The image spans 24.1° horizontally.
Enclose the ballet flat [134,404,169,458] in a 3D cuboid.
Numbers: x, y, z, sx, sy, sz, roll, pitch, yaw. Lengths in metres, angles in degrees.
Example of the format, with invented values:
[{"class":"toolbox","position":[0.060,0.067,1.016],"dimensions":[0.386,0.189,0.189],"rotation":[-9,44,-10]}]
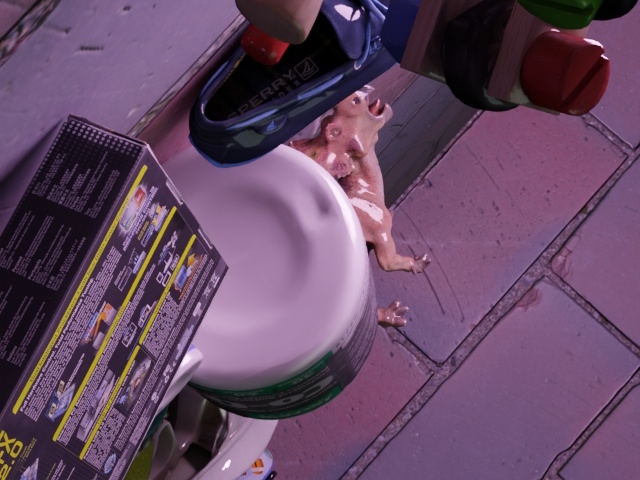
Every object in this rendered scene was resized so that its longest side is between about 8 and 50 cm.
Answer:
[{"class":"ballet flat","position":[-0.260,0.155,1.118],"dimensions":[0.147,0.147,0.409],"rotation":[-50,170,21]}]

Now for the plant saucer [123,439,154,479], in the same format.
[{"class":"plant saucer","position":[-0.242,0.253,1.270],"dimensions":[0.188,0.045,0.188],"rotation":[-30,180,40]}]

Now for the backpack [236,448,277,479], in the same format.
[{"class":"backpack","position":[-0.193,0.286,1.860],"dimensions":[0.276,0.213,0.263],"rotation":[-48,-156,-28]}]

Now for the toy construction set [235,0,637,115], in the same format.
[{"class":"toy construction set","position":[0.063,-0.208,0.682],"dimensions":[0.237,0.257,0.309],"rotation":[-59,-162,-13]}]

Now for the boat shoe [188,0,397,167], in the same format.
[{"class":"boat shoe","position":[0.011,-0.150,1.111],"dimensions":[0.258,0.109,0.089],"rotation":[-49,172,-7]}]

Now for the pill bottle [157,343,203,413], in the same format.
[{"class":"pill bottle","position":[-0.161,0.068,1.112],"dimensions":[0.078,0.137,0.078],"rotation":[-47,174,-7]}]

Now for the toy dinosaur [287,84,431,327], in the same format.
[{"class":"toy dinosaur","position":[0.000,0.000,1.571],"dimensions":[0.127,0.200,0.296],"rotation":[1,-118,54]}]

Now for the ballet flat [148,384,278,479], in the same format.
[{"class":"ballet flat","position":[-0.158,0.225,1.650],"dimensions":[0.400,0.139,0.139],"rotation":[-46,175,-46]}]

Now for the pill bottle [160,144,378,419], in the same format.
[{"class":"pill bottle","position":[-0.052,0.051,1.330],"dimensions":[0.204,0.204,0.361],"rotation":[-48,168,-6]}]

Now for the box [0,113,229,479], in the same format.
[{"class":"box","position":[-0.164,0.086,0.949],"dimensions":[0.270,0.060,0.216],"rotation":[-64,161,-15]}]
